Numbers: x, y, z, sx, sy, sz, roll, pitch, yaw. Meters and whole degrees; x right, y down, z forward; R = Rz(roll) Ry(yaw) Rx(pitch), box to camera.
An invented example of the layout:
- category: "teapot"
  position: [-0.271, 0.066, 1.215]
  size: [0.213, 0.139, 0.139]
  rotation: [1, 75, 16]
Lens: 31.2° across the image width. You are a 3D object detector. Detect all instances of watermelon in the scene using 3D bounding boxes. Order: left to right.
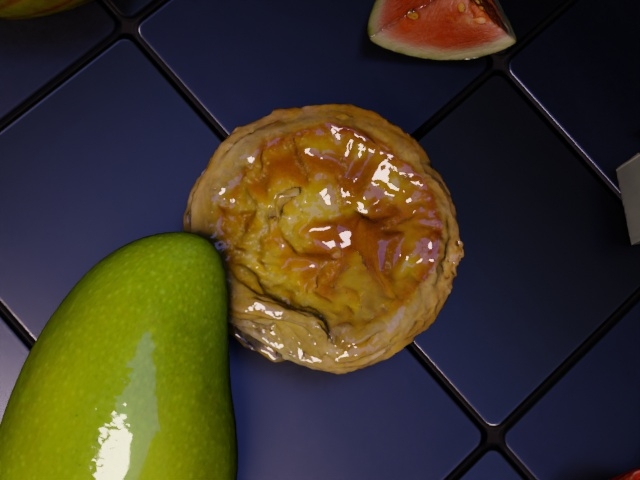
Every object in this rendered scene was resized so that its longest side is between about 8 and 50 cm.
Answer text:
- category: "watermelon"
  position: [0.107, -0.214, 1.052]
  size: [0.135, 0.094, 0.125]
  rotation: [-29, 92, -9]

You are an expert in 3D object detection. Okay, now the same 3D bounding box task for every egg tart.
- category: "egg tart"
  position: [0.000, 0.000, 0.988]
  size: [0.240, 0.106, 0.241]
  rotation: [2, 76, -8]

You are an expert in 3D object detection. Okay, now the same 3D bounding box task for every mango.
- category: "mango"
  position: [-0.153, 0.158, 0.892]
  size: [0.192, 0.156, 0.343]
  rotation: [16, 89, 1]

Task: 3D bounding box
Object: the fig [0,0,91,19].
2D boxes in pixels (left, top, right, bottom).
- category: "fig"
  position: [-0.280, -0.225, 0.999]
  size: [0.151, 0.151, 0.259]
  rotation: [44, 103, 1]

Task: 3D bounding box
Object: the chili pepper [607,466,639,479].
- category: "chili pepper"
  position: [0.274, 0.256, 0.963]
  size: [0.338, 0.134, 0.131]
  rotation: [-31, 100, -9]

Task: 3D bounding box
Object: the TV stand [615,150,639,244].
- category: "TV stand"
  position: [0.423, -0.057, 1.074]
  size: [0.269, 0.088, 0.083]
  rotation: [-8, 80, -11]
